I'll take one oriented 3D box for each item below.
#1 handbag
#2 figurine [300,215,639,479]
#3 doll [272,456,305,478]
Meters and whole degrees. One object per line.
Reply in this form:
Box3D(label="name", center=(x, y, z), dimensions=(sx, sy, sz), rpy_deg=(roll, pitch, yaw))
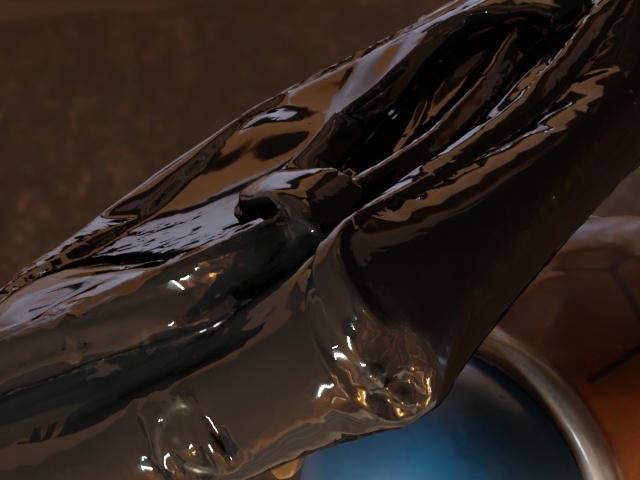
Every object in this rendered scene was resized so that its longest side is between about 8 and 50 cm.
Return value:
Box3D(label="handbag", center=(0.000, 0.000, 0.654), dimensions=(0.275, 0.244, 0.088), rpy_deg=(-38, -79, -49))
Box3D(label="figurine", center=(0.166, 0.092, 1.070), dimensions=(0.298, 0.416, 0.243), rpy_deg=(58, 157, 8))
Box3D(label="doll", center=(0.018, 0.092, 1.592), dimensions=(0.217, 0.085, 0.183), rpy_deg=(-38, -41, -71))
